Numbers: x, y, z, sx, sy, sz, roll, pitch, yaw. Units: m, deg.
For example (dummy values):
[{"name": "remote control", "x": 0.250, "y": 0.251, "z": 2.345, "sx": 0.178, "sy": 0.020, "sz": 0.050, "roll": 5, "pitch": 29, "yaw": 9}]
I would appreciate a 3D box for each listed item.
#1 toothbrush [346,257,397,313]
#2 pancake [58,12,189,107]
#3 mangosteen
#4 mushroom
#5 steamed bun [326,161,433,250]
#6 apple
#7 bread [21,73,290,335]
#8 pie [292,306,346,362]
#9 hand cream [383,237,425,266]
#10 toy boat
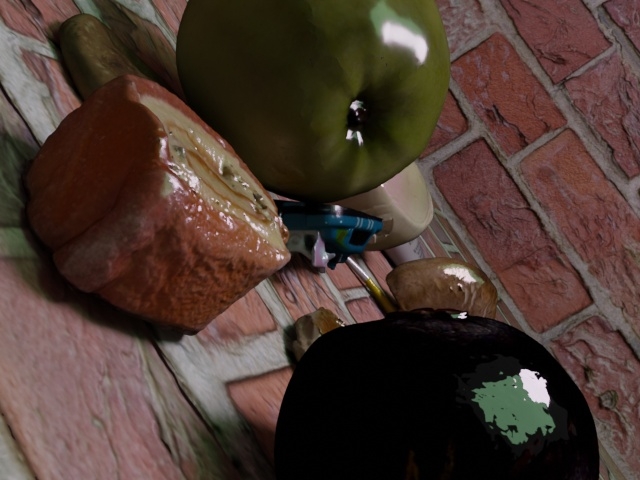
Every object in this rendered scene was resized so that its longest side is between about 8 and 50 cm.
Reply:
[{"name": "toothbrush", "x": 0.089, "y": 0.077, "z": 1.471, "sx": 0.288, "sy": 0.024, "sz": 0.021, "roll": 52, "pitch": 10, "yaw": -11}, {"name": "pancake", "x": -0.190, "y": -0.156, "z": 1.020, "sx": 0.242, "sy": 0.050, "sz": 0.242, "roll": 52, "pitch": 13, "yaw": -17}, {"name": "mangosteen", "x": 0.094, "y": 0.207, "z": 0.746, "sx": 0.275, "sy": 0.275, "sz": 0.302, "roll": 3, "pitch": 87, "yaw": -73}, {"name": "mushroom", "x": 0.228, "y": 0.113, "z": 1.548, "sx": 0.285, "sy": 0.151, "sz": 0.156, "roll": 48, "pitch": 11, "yaw": -46}, {"name": "steamed bun", "x": 0.094, "y": -0.053, "z": 1.526, "sx": 0.239, "sy": 0.170, "sz": 0.152, "roll": 33, "pitch": 40, "yaw": -52}, {"name": "apple", "x": -0.004, "y": -0.216, "z": 1.170, "sx": 0.357, "sy": 0.357, "sz": 0.357, "roll": 50, "pitch": 14, "yaw": -17}, {"name": "bread", "x": -0.124, "y": -0.022, "z": 0.766, "sx": 0.244, "sy": 0.123, "sz": 0.190, "roll": 37, "pitch": 21, "yaw": -56}, {"name": "pie", "x": 0.037, "y": 0.165, "z": 1.026, "sx": 0.195, "sy": 0.046, "sz": 0.195, "roll": 50, "pitch": 15, "yaw": -19}, {"name": "hand cream", "x": 0.147, "y": -0.018, "z": 1.788, "sx": 0.314, "sy": 0.089, "sz": 0.139, "roll": 54, "pitch": 14, "yaw": -19}, {"name": "toy boat", "x": 0.000, "y": 0.000, "z": 1.223, "sx": 0.299, "sy": 0.134, "sz": 0.092, "roll": 11, "pitch": 82, "yaw": -74}]
